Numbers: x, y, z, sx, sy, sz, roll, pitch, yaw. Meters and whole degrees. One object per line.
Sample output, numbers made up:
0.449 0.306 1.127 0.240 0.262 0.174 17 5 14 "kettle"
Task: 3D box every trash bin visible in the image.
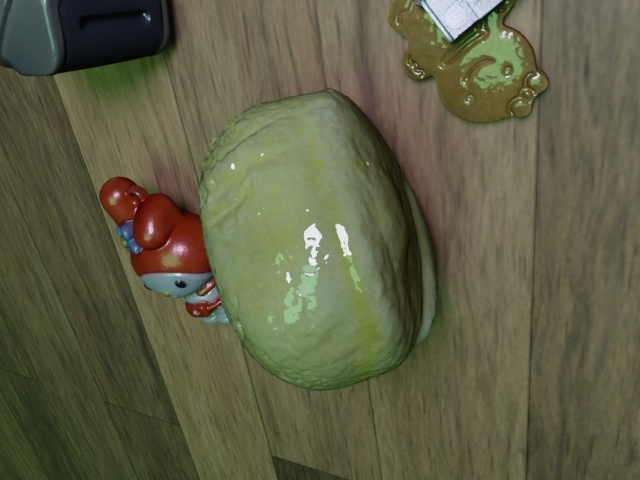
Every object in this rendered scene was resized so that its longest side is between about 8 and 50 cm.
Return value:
-0.340 -0.336 0.660 0.290 0.209 0.182 50 132 1 "trash bin"

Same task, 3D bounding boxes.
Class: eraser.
0.158 -0.246 0.510 0.122 0.029 0.052 -36 92 19 "eraser"

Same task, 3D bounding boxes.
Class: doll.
-0.229 0.018 0.855 0.160 0.130 0.290 -5 130 39 "doll"

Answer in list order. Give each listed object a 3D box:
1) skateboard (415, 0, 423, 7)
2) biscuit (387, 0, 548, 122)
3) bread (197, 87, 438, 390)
0.079 -0.278 0.547 0.083 0.032 0.064 29 125 28 "skateboard"
0.149 -0.203 0.570 0.133 0.027 0.184 -18 107 35 "biscuit"
-0.010 0.005 0.611 0.237 0.320 0.321 -23 105 18 "bread"
